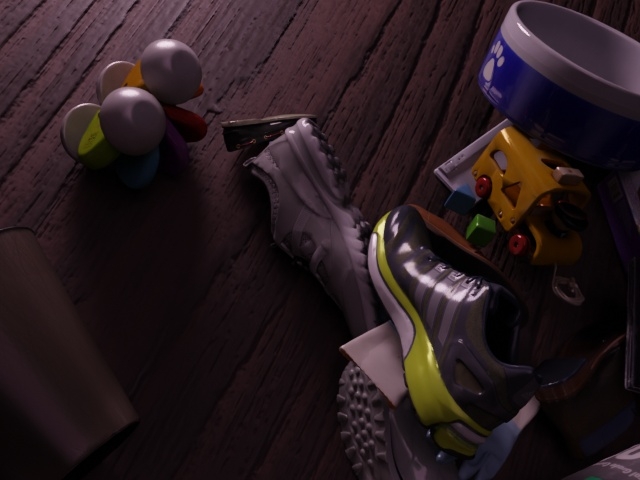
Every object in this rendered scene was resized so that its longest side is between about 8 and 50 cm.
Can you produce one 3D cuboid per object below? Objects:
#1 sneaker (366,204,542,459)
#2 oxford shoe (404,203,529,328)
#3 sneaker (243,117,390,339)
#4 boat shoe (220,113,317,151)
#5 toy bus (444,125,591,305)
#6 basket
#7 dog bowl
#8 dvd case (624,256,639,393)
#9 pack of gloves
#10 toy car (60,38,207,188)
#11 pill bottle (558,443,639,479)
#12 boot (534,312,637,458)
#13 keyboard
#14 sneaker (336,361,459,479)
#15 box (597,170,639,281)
[{"bbox_3d":[0.140,0.069,0.774,0.111,0.121,0.299,32,31,-42],"label":"sneaker"},{"bbox_3d":[0.177,0.026,0.921,0.212,0.076,0.076,42,34,3],"label":"oxford shoe"},{"bbox_3d":[0.000,0.000,0.893,0.115,0.105,0.281,-26,76,16],"label":"sneaker"},{"bbox_3d":[-0.063,-0.141,0.959,0.133,0.049,0.042,-14,102,-28],"label":"boat shoe"},{"bbox_3d":[0.278,-0.052,0.925,0.202,0.104,0.191,33,41,4],"label":"toy bus"},{"bbox_3d":[-0.295,0.131,0.721,0.204,0.154,0.227,-40,83,-27],"label":"basket"},{"bbox_3d":[0.349,-0.209,0.989,0.265,0.104,0.264,16,37,-12],"label":"dog bowl"},{"bbox_3d":[0.466,0.125,0.893,0.221,0.018,0.164,17,65,-11],"label":"dvd case"},{"bbox_3d":[0.135,0.161,0.826,0.195,0.046,0.232,46,33,13],"label":"pack of gloves"},{"bbox_3d":[-0.204,-0.139,0.883,0.136,0.159,0.182,47,57,-31],"label":"toy car"},{"bbox_3d":[0.312,0.321,0.733,0.361,0.204,0.204,-16,70,-20],"label":"pill bottle"},{"bbox_3d":[0.342,0.168,0.902,0.219,0.082,0.106,-26,98,-31],"label":"boot"},{"bbox_3d":[0.270,-0.134,1.048,0.256,0.014,0.072,-35,82,-24],"label":"keyboard"},{"bbox_3d":[0.091,0.230,0.804,0.095,0.090,0.235,-7,71,-29],"label":"sneaker"},{"bbox_3d":[0.509,0.040,0.993,0.201,0.057,0.293,-2,66,-13],"label":"box"}]
